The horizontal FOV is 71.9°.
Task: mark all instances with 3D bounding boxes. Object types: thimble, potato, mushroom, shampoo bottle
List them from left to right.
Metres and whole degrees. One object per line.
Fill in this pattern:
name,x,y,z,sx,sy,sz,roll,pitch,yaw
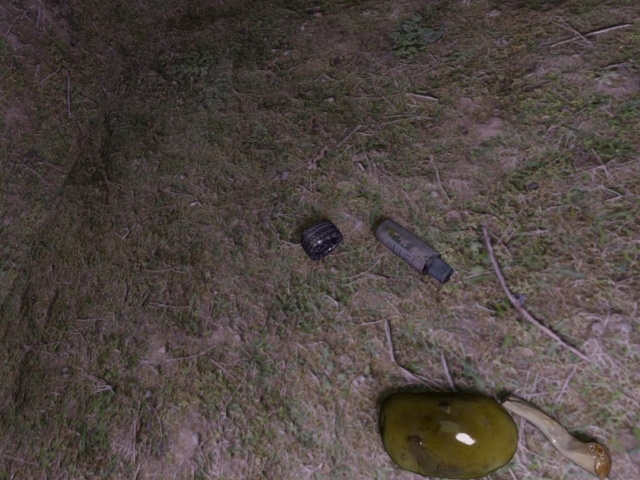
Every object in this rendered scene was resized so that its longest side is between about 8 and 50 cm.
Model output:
thimble,0.002,0.000,1.172,0.104,0.095,0.066,-20,57,-34
shampoo bottle,0.227,0.026,1.072,0.072,0.072,0.214,-45,54,-7
potato,0.233,0.362,0.845,0.271,0.111,0.160,-3,58,21
mushroom,0.423,0.344,0.805,0.202,0.059,0.054,32,93,38
